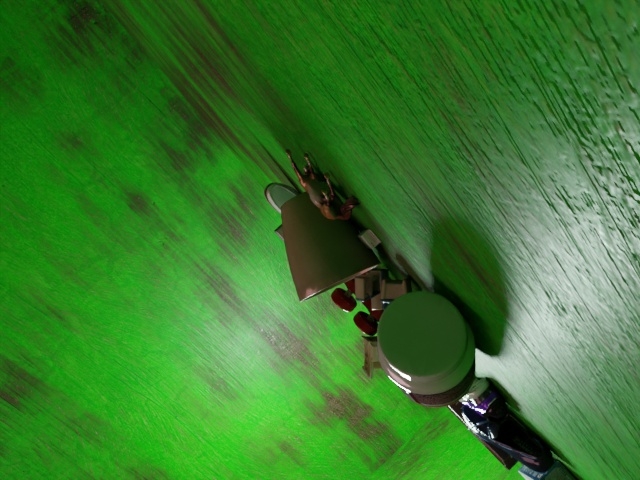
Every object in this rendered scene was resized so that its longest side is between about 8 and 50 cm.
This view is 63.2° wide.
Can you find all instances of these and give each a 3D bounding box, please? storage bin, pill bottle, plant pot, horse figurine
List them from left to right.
[{"bbox_3d":[0.000,0.000,1.500,0.256,0.257,0.273,81,163,-82],"label":"plant pot"},{"bbox_3d":[0.003,-0.126,1.295,0.263,0.066,0.174,47,170,34],"label":"horse figurine"},{"bbox_3d":[0.280,0.384,1.735,0.260,0.263,0.123,104,164,-85],"label":"storage bin"},{"bbox_3d":[0.262,0.270,1.263,0.224,0.224,0.392,45,175,28],"label":"pill bottle"}]

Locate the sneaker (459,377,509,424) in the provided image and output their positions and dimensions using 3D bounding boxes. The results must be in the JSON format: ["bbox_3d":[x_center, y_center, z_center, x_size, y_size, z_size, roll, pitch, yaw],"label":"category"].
[{"bbox_3d":[0.538,0.536,1.697,0.146,0.102,0.293,45,176,17],"label":"sneaker"}]

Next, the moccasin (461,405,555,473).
[{"bbox_3d":[0.618,0.623,1.729,0.342,0.137,0.116,21,152,47],"label":"moccasin"}]

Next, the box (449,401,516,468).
[{"bbox_3d":[0.602,0.661,1.972,0.381,0.143,0.191,46,175,39],"label":"box"}]

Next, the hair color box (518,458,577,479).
[{"bbox_3d":[0.812,0.849,1.796,0.174,0.105,0.347,46,175,20],"label":"hair color box"}]

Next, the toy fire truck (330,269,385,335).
[{"bbox_3d":[0.206,0.214,1.897,0.302,0.169,0.254,46,-161,29],"label":"toy fire truck"}]

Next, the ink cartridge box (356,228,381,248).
[{"bbox_3d":[0.128,-0.004,1.386,0.048,0.028,0.083,48,175,-4],"label":"ink cartridge box"}]

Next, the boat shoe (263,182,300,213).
[{"bbox_3d":[-0.080,-0.111,1.964,0.302,0.113,0.103,38,179,-26],"label":"boat shoe"}]

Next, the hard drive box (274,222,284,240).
[{"bbox_3d":[-0.003,-0.005,1.648,0.232,0.181,0.089,47,174,-8],"label":"hard drive box"}]

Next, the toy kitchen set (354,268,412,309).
[{"bbox_3d":[0.204,0.155,1.499,0.166,0.122,0.207,0,-175,26],"label":"toy kitchen set"}]
